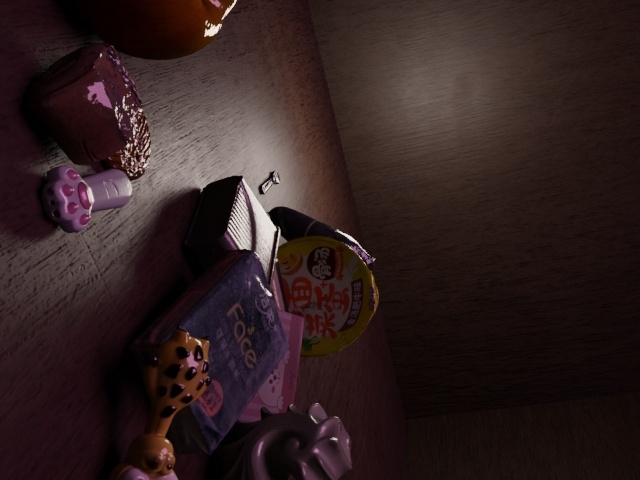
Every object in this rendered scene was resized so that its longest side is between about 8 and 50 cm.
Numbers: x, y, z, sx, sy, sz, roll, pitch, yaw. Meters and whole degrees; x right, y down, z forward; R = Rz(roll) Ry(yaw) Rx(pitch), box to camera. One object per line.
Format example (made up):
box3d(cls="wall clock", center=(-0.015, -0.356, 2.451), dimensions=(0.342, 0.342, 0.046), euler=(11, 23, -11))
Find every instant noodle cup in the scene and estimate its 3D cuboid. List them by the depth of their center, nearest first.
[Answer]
box3d(cls="instant noodle cup", center=(-0.007, 0.158, 1.740), dimensions=(0.221, 0.311, 0.311), euler=(68, 14, -75))

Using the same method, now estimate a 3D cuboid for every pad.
box3d(cls="pad", center=(-0.112, 0.295, 1.474), dimensions=(0.202, 0.005, 0.299), euler=(26, 66, -49))

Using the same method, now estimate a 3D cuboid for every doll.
box3d(cls="doll", center=(-0.229, 0.266, 0.962), dimensions=(0.117, 0.086, 0.291), euler=(27, 70, -32))

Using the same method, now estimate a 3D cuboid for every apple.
box3d(cls="apple", center=(-0.262, -0.448, 1.110), dimensions=(0.301, 0.302, 0.301), euler=(-10, 90, -77))

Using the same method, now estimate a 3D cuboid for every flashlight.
box3d(cls="flashlight", center=(-0.333, -0.069, 0.995), dimensions=(0.200, 0.048, 0.093), euler=(-42, 121, -75))

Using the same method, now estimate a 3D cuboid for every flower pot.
box3d(cls="flower pot", center=(-0.075, 0.485, 1.232), dimensions=(0.164, 0.254, 0.367), euler=(66, 20, -46))

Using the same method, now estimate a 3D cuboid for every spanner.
box3d(cls="spanner", center=(-0.146, -0.168, 1.979), dimensions=(0.208, 0.012, 0.046), euler=(-63, 142, -69))

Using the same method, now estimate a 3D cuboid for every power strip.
box3d(cls="power strip", center=(-0.128, 0.173, 1.565), dimensions=(0.070, 0.105, 0.256), euler=(-36, 115, -67))

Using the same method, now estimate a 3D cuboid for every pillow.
box3d(cls="pillow", center=(0.000, 0.000, 1.887), dimensions=(0.092, 0.335, 0.161), euler=(-63, 156, -4))

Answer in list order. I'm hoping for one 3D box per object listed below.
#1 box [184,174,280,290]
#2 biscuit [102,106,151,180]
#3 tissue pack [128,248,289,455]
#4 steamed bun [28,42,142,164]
box3d(cls="box", center=(-0.188, 0.005, 1.421), dimensions=(0.274, 0.138, 0.178), euler=(-86, 154, -52))
box3d(cls="biscuit", center=(-0.334, -0.192, 1.135), dimensions=(0.188, 0.027, 0.187), euler=(-9, 90, -78))
box3d(cls="tissue pack", center=(-0.184, 0.186, 1.195), dimensions=(0.315, 0.103, 0.227), euler=(-51, 131, -54))
box3d(cls="steamed bun", center=(-0.323, -0.196, 0.976), dimensions=(0.175, 0.106, 0.144), euler=(-80, 151, -46))
